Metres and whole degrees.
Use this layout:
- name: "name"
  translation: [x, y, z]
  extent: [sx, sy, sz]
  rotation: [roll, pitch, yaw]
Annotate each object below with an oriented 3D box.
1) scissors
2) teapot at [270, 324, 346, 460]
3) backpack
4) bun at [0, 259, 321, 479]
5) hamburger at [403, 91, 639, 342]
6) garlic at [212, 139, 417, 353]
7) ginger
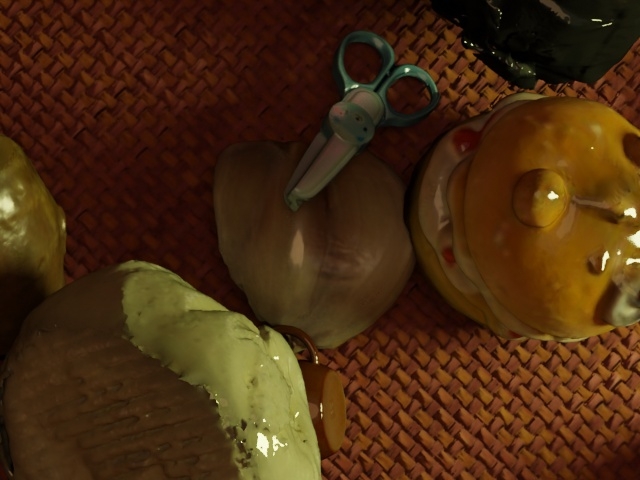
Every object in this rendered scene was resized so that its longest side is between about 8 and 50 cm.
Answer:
- name: "scissors"
  translation: [0.031, -0.119, 1.836]
  extent: [0.125, 0.030, 0.256]
  rotation: [36, 53, -1]
- name: "teapot"
  translation: [-0.036, 0.174, 1.813]
  extent: [0.116, 0.116, 0.173]
  rotation: [-5, 94, -6]
- name: "backpack"
  translation: [0.166, -0.372, 1.816]
  extent: [0.445, 0.255, 0.363]
  rotation: [25, 64, -2]
- name: "bun"
  translation: [-0.143, 0.188, 1.711]
  extent: [0.360, 0.360, 0.211]
  rotation: [56, 38, 3]
- name: "hamburger"
  translation: [0.249, -0.025, 1.772]
  extent: [0.276, 0.237, 0.276]
  rotation: [2, 84, -24]
- name: "garlic"
  translation: [0.000, 0.000, 1.835]
  extent: [0.217, 0.110, 0.228]
  rotation: [-4, 83, -9]
- name: "ginger"
  translation: [-0.366, -0.013, 1.748]
  extent: [0.200, 0.223, 0.269]
  rotation: [-39, 86, -12]
